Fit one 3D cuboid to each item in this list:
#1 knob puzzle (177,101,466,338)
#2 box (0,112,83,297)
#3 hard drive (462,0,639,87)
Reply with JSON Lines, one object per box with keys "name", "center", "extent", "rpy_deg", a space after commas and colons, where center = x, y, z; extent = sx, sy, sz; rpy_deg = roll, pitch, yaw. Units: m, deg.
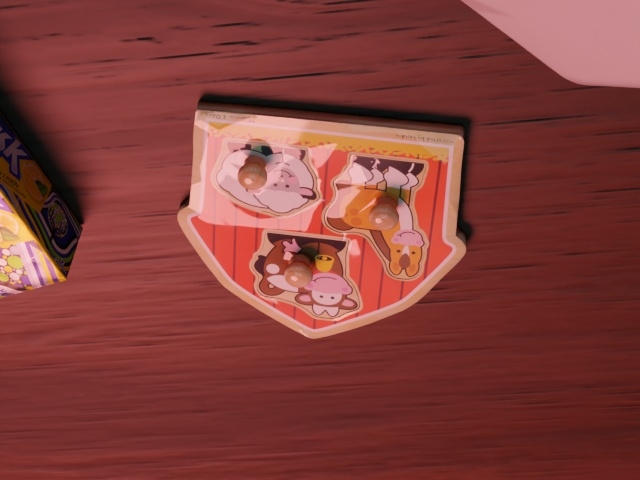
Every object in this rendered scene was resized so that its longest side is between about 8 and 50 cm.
{"name": "knob puzzle", "center": [0.000, 0.000, 1.182], "extent": [0.213, 0.030, 0.213], "rpy_deg": [4, 133, 4]}
{"name": "box", "center": [-0.223, -0.042, 1.157], "extent": [0.059, 0.054, 0.169], "rpy_deg": [-15, 129, 21]}
{"name": "hard drive", "center": [0.141, -0.141, 0.878], "extent": [0.210, 0.318, 0.040], "rpy_deg": [34, 84, -21]}
